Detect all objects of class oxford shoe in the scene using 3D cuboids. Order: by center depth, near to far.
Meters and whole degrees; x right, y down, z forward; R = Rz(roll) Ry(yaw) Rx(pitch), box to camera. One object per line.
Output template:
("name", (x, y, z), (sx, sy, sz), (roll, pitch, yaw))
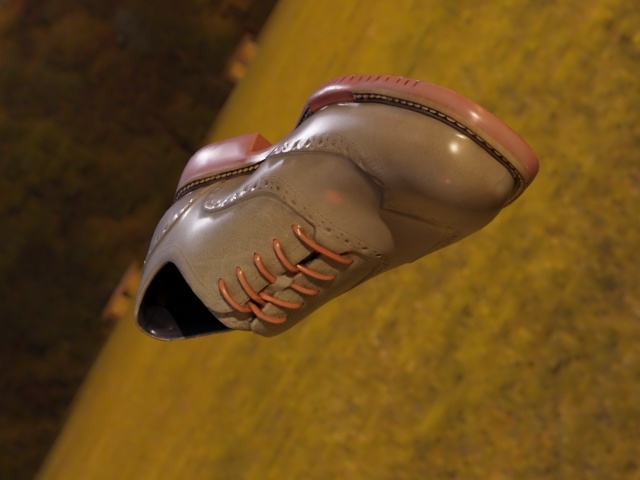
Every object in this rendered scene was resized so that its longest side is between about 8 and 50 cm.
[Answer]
("oxford shoe", (0.000, 0.000, 1.294), (0.397, 0.140, 0.146), (-22, 34, 61))
